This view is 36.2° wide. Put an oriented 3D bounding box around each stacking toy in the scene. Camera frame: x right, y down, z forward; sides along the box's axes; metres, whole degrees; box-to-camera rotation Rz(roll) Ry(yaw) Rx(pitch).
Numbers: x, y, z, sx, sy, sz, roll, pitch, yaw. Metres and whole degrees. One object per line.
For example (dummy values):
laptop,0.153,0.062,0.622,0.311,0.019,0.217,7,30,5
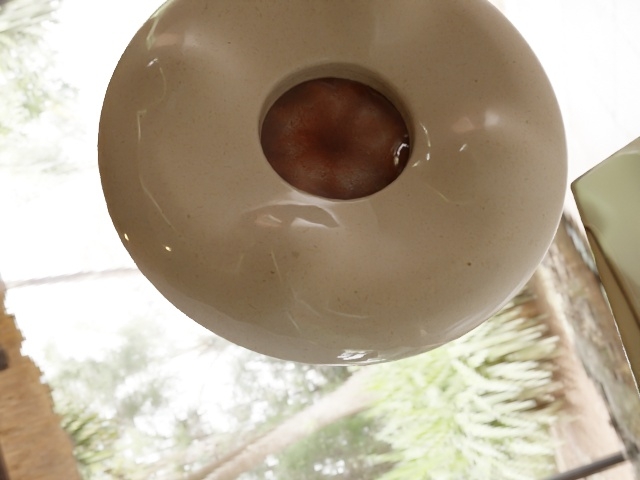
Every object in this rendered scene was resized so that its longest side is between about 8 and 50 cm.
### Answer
stacking toy,0.000,0.000,0.905,0.480,0.351,0.350,99,156,-67

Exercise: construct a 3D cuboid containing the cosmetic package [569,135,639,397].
cosmetic package,0.221,0.075,0.424,0.160,0.113,0.309,45,-156,-23
